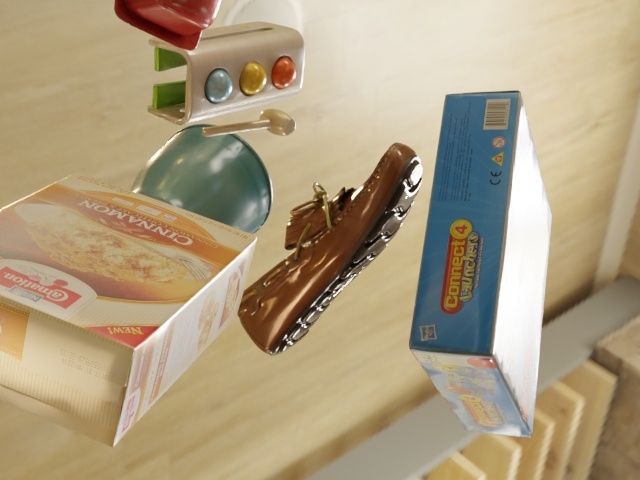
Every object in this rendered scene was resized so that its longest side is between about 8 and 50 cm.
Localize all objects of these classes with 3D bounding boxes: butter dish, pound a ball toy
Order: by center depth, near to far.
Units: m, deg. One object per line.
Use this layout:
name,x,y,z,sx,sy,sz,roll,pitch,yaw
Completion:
butter dish,-0.185,-0.359,1.339,0.160,0.118,0.160,17,-95,-48
pound a ball toy,-0.136,-0.249,1.646,0.319,0.136,0.208,-22,-55,-47

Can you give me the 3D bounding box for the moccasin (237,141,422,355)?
moccasin,0.002,-0.001,1.385,0.380,0.147,0.139,-50,-12,34

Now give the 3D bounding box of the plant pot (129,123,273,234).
plant pot,-0.273,-0.066,1.971,0.255,0.272,0.271,-49,-29,-53

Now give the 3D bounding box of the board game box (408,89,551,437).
board game box,0.198,0.038,1.126,0.302,0.086,0.308,55,-139,-57

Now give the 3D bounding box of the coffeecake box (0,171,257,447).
coffeecake box,-0.142,0.031,0.602,0.185,0.142,0.068,-49,-23,-65
